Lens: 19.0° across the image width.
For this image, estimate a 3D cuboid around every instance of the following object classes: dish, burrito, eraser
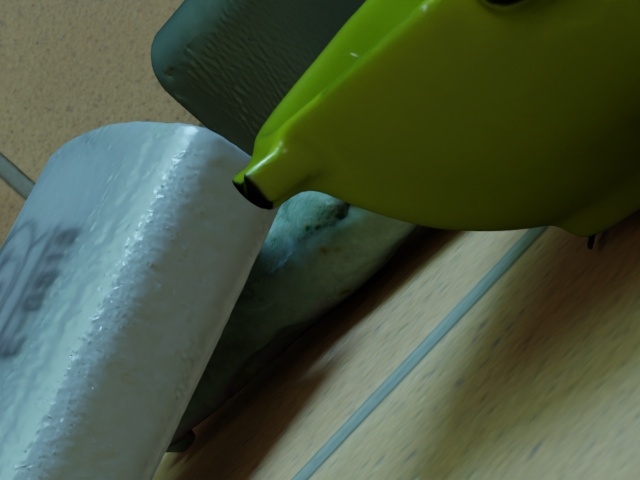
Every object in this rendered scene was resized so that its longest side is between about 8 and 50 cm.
[{"bbox_3d":[0.098,-0.083,0.648,0.221,0.108,0.262,-39,10,43],"label":"dish"},{"bbox_3d":[-0.002,0.001,0.918,0.309,0.066,0.096,-42,15,36],"label":"burrito"},{"bbox_3d":[-0.128,0.086,0.846,0.174,0.095,0.270,-14,47,58],"label":"eraser"}]

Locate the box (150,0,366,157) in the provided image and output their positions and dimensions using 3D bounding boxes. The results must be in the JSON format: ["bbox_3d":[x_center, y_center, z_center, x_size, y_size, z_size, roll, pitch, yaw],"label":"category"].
[{"bbox_3d":[0.093,-0.237,1.196,0.344,0.177,0.352,-39,12,49],"label":"box"}]
